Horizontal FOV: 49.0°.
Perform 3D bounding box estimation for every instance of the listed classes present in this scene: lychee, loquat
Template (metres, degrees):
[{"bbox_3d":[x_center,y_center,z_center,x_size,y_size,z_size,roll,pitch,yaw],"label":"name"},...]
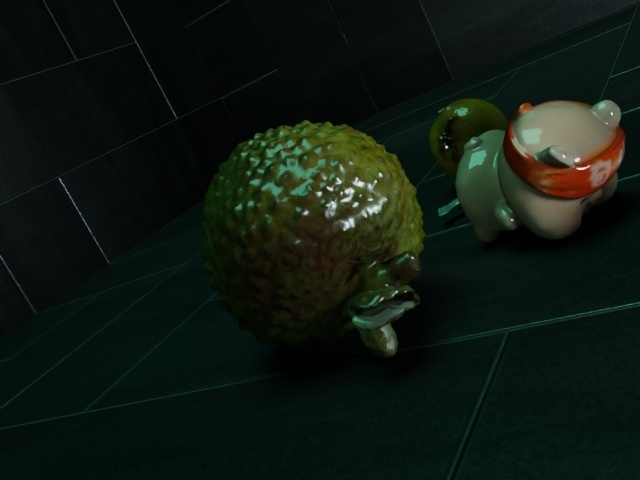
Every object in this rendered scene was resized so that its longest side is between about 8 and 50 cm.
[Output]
[{"bbox_3d":[-0.007,-0.006,0.816,0.320,0.270,0.270,21,37,22],"label":"lychee"},{"bbox_3d":[0.250,-0.168,1.170,0.141,0.141,0.141,-25,13,6],"label":"loquat"}]

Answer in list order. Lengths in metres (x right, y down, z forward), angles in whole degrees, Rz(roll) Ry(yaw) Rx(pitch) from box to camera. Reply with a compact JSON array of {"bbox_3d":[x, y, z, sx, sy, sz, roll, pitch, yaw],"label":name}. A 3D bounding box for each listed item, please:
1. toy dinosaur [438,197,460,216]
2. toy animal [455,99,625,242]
[{"bbox_3d":[0.253,-0.083,1.083,0.106,0.044,0.187,-36,5,42],"label":"toy dinosaur"},{"bbox_3d":[0.263,-0.086,0.838,0.171,0.171,0.197,-34,7,-29],"label":"toy animal"}]
